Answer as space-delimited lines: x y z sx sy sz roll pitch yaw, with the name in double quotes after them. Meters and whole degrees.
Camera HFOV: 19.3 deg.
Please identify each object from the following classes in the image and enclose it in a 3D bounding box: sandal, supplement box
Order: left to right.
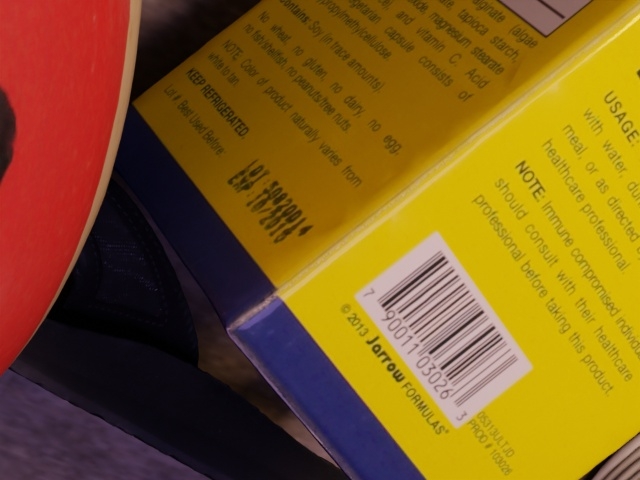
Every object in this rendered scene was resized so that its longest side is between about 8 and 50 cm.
-0.128 0.017 0.943 0.446 0.167 0.107 37 81 -42 "sandal"
0.111 -0.056 0.864 0.356 0.194 0.195 -38 126 -1 "supplement box"

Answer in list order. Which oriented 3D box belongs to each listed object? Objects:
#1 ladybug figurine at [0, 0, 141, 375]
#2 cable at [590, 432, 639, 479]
-0.208 -0.089 0.647 0.305 0.162 0.449 -6 113 -10 "ladybug figurine"
0.278 0.214 1.240 0.257 0.089 0.257 -2 122 -18 "cable"
